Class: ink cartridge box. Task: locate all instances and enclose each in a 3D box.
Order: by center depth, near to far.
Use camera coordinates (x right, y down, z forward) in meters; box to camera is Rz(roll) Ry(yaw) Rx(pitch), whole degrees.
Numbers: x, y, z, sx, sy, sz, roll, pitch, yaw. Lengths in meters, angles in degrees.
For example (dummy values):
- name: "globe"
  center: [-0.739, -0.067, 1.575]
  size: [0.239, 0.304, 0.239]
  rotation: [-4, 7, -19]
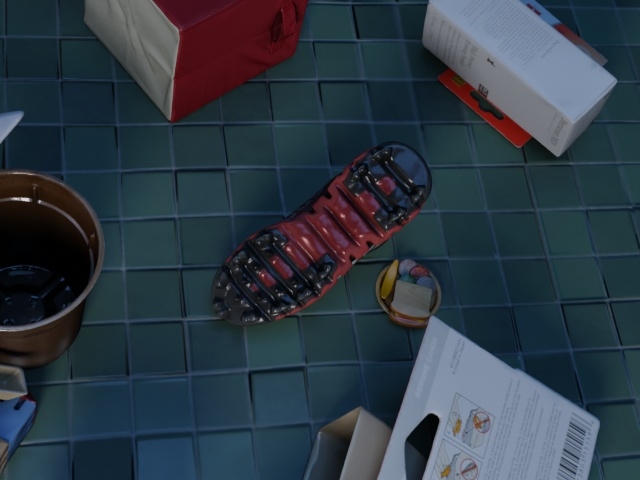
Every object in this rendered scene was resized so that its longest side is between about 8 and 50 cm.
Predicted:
- name: "ink cartridge box"
  center: [0.149, 0.249, 1.064]
  size: [0.239, 0.060, 0.275]
  rotation: [32, 59, -17]
- name: "ink cartridge box"
  center: [0.261, -0.222, 1.386]
  size: [0.145, 0.045, 0.179]
  rotation: [43, 60, 12]

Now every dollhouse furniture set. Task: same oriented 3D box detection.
- name: "dollhouse furniture set"
  center: [-0.313, 0.091, 0.978]
  size: [0.114, 0.081, 0.091]
  rotation: [16, 37, -41]

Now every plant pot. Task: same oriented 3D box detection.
- name: "plant pot"
  center: [-0.297, 0.043, 1.058]
  size: [0.167, 0.165, 0.167]
  rotation: [5, 61, -9]
- name: "plant pot"
  center: [0.045, 0.243, 1.069]
  size: [0.096, 0.109, 0.109]
  rotation: [27, 60, -13]

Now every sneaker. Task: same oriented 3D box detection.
- name: "sneaker"
  center: [0.000, 0.000, 1.186]
  size: [0.276, 0.135, 0.098]
  rotation: [-38, 88, -2]

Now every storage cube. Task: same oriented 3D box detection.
- name: "storage cube"
  center: [-0.145, -0.289, 1.252]
  size: [0.193, 0.184, 0.215]
  rotation: [-33, 74, -24]

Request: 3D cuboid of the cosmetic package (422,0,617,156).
- name: "cosmetic package"
  center: [0.237, -0.219, 1.315]
  size: [0.085, 0.117, 0.231]
  rotation: [-44, 76, -10]

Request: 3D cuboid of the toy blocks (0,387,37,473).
- name: "toy blocks"
  center: [-0.441, 0.167, 0.977]
  size: [0.381, 0.191, 0.261]
  rotation: [26, 49, 1]

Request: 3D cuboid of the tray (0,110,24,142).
- name: "tray"
  center: [-0.389, -0.056, 1.044]
  size: [0.030, 0.270, 0.145]
  rotation: [47, 57, -23]

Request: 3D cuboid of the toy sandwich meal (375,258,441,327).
- name: "toy sandwich meal"
  center: [0.101, 0.057, 1.214]
  size: [0.085, 0.029, 0.086]
  rotation: [5, 62, -10]
